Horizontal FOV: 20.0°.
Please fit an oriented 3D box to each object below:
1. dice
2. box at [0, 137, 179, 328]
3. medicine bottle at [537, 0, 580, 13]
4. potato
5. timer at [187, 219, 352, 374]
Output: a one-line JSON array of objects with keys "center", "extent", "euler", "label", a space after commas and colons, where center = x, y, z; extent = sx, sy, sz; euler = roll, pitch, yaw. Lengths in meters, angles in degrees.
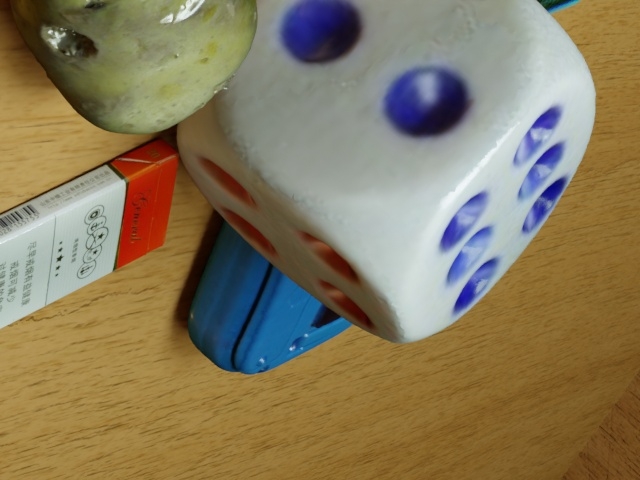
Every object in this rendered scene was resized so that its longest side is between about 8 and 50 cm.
[{"center": [0.065, -0.108, 1.772], "extent": [0.304, 0.304, 0.277], "euler": [-48, 158, -13], "label": "dice"}, {"center": [-0.247, -0.001, 1.777], "extent": [0.245, 0.035, 0.139], "euler": [-31, 150, -34], "label": "box"}, {"center": [0.227, -0.300, 2.049], "extent": [0.229, 0.083, 0.121], "euler": [-26, 148, -42], "label": "medicine bottle"}, {"center": [-0.155, -0.201, 1.494], "extent": [0.191, 0.141, 0.296], "euler": [-29, 156, -1], "label": "potato"}, {"center": [0.000, 0.000, 2.104], "extent": [0.309, 0.115, 0.340], "euler": [-26, 148, -46], "label": "timer"}]
